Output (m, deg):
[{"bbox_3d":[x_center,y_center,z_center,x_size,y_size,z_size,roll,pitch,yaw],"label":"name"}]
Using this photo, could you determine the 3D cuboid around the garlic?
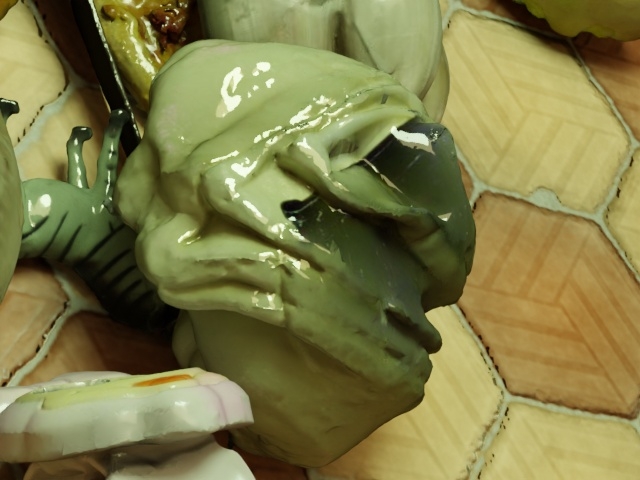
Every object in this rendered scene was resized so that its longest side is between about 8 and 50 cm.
[{"bbox_3d":[0.004,-0.170,1.620,0.210,0.237,0.292,-4,64,-2],"label":"garlic"}]

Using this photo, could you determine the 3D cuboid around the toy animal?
[{"bbox_3d":[-0.200,-0.013,1.455,0.217,0.073,0.176,4,71,-27],"label":"toy animal"}]

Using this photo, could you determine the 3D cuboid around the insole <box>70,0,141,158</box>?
[{"bbox_3d":[-0.191,-0.184,1.563,0.007,0.111,0.327,-17,73,-12],"label":"insole"}]

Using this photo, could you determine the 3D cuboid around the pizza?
[{"bbox_3d":[-0.131,-0.218,1.637,0.161,0.085,0.305,-2,61,-36],"label":"pizza"}]

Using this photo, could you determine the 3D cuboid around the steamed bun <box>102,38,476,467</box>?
[{"bbox_3d":[0.000,0.000,1.411,0.275,0.206,0.320,-48,123,-44],"label":"steamed bun"}]

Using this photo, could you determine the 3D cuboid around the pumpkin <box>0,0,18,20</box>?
[{"bbox_3d":[-0.337,-0.329,1.544,0.190,0.139,0.280,8,52,-35],"label":"pumpkin"}]

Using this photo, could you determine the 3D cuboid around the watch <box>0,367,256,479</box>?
[{"bbox_3d":[-0.146,0.199,1.269,0.211,0.248,0.217,-6,89,-38],"label":"watch"}]

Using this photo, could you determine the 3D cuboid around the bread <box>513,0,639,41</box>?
[{"bbox_3d":[0.236,-0.291,1.896,0.156,0.158,0.260,-30,78,-32],"label":"bread"}]

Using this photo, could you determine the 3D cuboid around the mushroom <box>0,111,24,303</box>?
[{"bbox_3d":[-0.361,-0.055,1.219,0.362,0.294,0.362,16,53,-22],"label":"mushroom"}]
